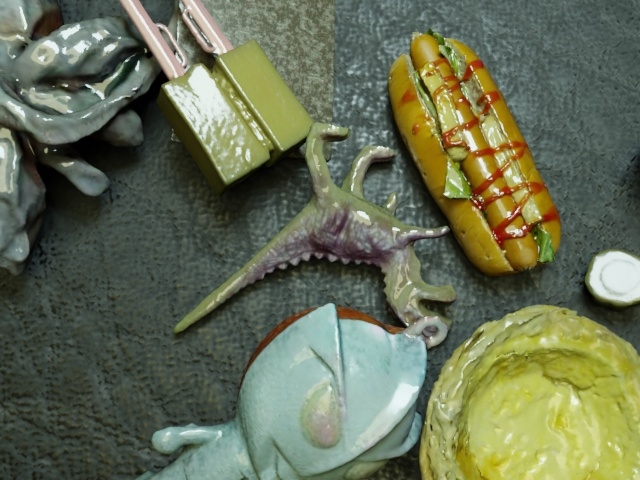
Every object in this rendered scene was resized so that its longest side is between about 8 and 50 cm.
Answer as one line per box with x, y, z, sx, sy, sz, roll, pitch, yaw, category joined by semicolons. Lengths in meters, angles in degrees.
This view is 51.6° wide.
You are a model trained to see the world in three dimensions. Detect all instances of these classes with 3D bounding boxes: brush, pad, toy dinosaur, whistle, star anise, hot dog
-0.111;-0.163;0.583;0.103;0.047;0.233;-36;93;-24;brush
-0.058;-0.196;0.637;0.158;0.003;0.235;5;78;-21;pad
0.001;0.000;0.596;0.251;0.072;0.200;6;90;-8;toy dinosaur
-0.045;0.161;0.537;0.346;0.142;0.134;-34;51;6;whistle
-0.273;-0.150;0.593;0.315;0.139;0.360;-3;82;-9;star anise
0.136;-0.087;0.607;0.104;0.076;0.250;-21;81;-2;hot dog

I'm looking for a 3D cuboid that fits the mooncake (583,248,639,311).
0.388;0.123;0.569;0.150;0.057;0.347;-37;83;7;mooncake

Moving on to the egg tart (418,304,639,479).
0.172;0.160;0.536;0.212;0.090;0.213;2;82;-13;egg tart
